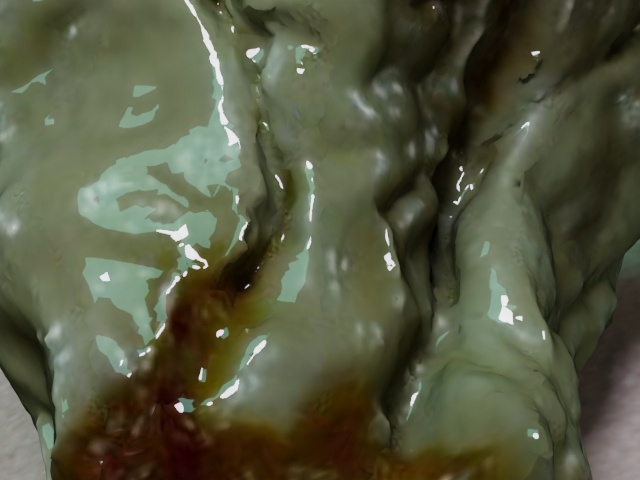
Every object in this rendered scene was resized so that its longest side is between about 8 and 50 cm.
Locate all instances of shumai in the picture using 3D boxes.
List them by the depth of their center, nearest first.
[{"bbox_3d":[0.000,0.000,0.760,0.324,0.397,0.323,-17,47,19],"label":"shumai"}]
